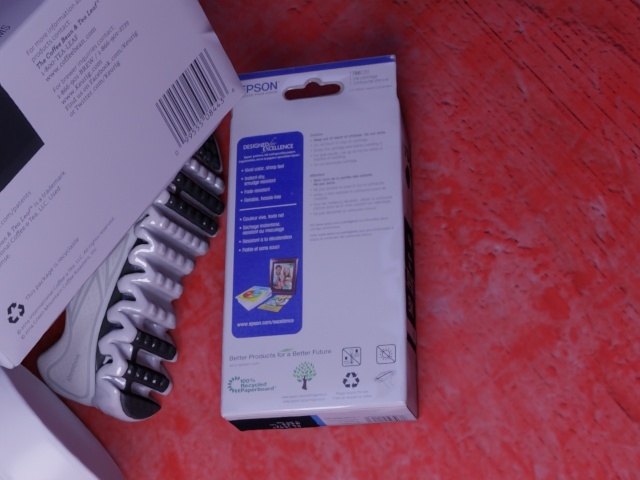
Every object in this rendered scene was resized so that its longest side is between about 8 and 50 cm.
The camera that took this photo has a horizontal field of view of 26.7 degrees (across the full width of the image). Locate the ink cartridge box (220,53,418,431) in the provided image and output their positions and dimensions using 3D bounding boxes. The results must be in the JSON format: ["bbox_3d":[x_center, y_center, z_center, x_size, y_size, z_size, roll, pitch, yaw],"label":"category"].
[{"bbox_3d":[0.000,0.000,1.205,0.165,0.065,0.333,-5,68,14],"label":"ink cartridge box"}]

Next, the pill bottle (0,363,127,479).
[{"bbox_3d":[-0.344,0.274,1.108,0.361,0.204,0.204,-43,63,-5],"label":"pill bottle"}]

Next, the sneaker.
[{"bbox_3d":[-0.173,0.015,1.231,0.118,0.110,0.292,7,70,28],"label":"sneaker"}]

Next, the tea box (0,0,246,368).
[{"bbox_3d":[-0.307,-0.116,1.152,0.323,0.220,0.329,18,60,38],"label":"tea box"}]
